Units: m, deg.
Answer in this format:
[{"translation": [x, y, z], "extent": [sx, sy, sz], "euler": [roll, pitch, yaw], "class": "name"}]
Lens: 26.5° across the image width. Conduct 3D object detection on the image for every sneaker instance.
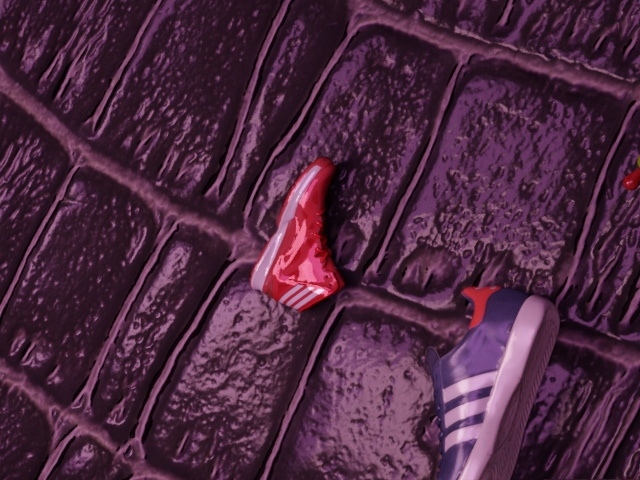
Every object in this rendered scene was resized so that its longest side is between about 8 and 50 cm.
[{"translation": [0.000, 0.000, 1.932], "extent": [0.128, 0.087, 0.221], "euler": [30, 108, 13], "class": "sneaker"}, {"translation": [0.193, 0.224, 1.811], "extent": [0.148, 0.131, 0.350], "euler": [20, 87, 29], "class": "sneaker"}]

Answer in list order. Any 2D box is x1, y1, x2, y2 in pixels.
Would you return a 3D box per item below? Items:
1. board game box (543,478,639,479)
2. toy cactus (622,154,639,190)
[{"translation": [0.342, 0.445, 1.714], "extent": [0.142, 0.144, 0.275], "euler": [-4, 83, 21], "class": "board game box"}, {"translation": [0.514, -0.090, 1.729], "extent": [0.219, 0.112, 0.181], "euler": [26, 85, 30], "class": "toy cactus"}]
